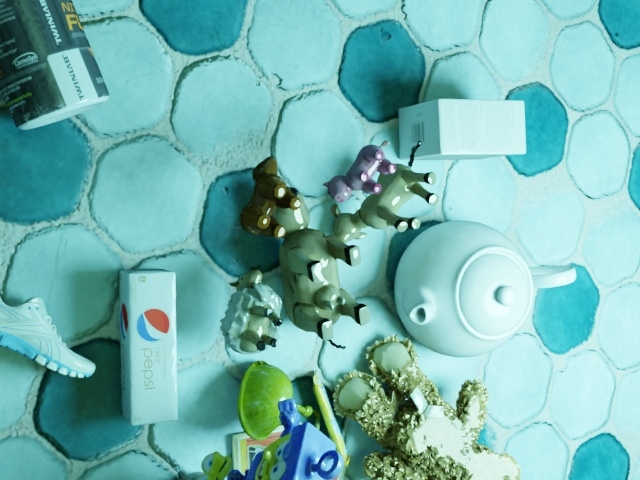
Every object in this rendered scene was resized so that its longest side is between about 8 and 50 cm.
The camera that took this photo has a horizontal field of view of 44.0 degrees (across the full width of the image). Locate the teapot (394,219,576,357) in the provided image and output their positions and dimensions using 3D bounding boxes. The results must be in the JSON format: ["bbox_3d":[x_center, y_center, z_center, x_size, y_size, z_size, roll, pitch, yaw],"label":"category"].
[{"bbox_3d":[0.264,0.083,1.317,0.252,0.187,0.256,38,75,-21],"label":"teapot"}]

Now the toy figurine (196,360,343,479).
[{"bbox_3d":[-0.026,0.314,1.089,0.191,0.217,0.362,39,43,-21],"label":"toy figurine"}]

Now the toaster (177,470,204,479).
[{"bbox_3d":[-0.170,0.449,1.152,0.146,0.129,0.227,-34,98,-23],"label":"toaster"}]

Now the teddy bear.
[{"bbox_3d":[0.171,0.317,1.320,0.338,0.113,0.245,31,67,-8],"label":"teddy bear"}]

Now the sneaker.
[{"bbox_3d":[-0.385,0.123,1.080,0.191,0.071,0.082,33,72,-23],"label":"sneaker"}]

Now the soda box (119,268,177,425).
[{"bbox_3d":[-0.248,0.150,1.140,0.069,0.074,0.216,-2,92,-25],"label":"soda box"}]

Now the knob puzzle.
[{"bbox_3d":[-0.043,0.381,1.267,0.213,0.030,0.213,-1,91,-25],"label":"knob puzzle"}]

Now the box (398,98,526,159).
[{"bbox_3d":[0.235,-0.184,1.327,0.171,0.130,0.091,-4,92,-26],"label":"box"}]

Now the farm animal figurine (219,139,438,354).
[{"bbox_3d":[0.000,0.000,1.213,0.330,0.172,0.326,-2,105,-33],"label":"farm animal figurine"}]

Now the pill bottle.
[{"bbox_3d":[-0.381,-0.279,1.035,0.130,0.130,0.245,-24,102,-23],"label":"pill bottle"}]

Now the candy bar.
[{"bbox_3d":[0.015,0.288,1.282,0.018,0.040,0.161,-20,96,4],"label":"candy bar"}]
